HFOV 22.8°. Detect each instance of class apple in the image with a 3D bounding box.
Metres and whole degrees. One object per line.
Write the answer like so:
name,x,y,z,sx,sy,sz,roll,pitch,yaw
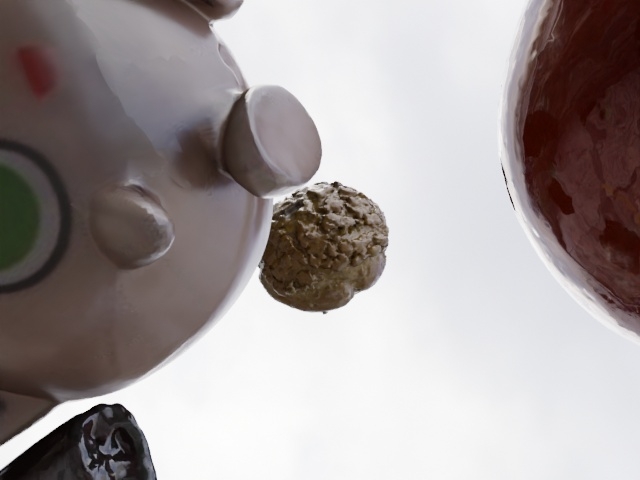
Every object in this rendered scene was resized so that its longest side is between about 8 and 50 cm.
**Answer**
apple,0.204,-0.062,0.658,0.216,0.260,0.260,147,-65,-73

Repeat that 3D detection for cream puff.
cream puff,0.002,0.000,1.571,0.126,0.144,0.103,52,-26,31

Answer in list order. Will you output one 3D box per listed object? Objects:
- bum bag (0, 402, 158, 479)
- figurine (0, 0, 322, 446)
bum bag,-0.057,0.131,0.404,0.109,0.026,0.159,-39,-113,41
figurine,-0.074,-0.019,0.413,0.138,0.125,0.125,-30,-118,16
